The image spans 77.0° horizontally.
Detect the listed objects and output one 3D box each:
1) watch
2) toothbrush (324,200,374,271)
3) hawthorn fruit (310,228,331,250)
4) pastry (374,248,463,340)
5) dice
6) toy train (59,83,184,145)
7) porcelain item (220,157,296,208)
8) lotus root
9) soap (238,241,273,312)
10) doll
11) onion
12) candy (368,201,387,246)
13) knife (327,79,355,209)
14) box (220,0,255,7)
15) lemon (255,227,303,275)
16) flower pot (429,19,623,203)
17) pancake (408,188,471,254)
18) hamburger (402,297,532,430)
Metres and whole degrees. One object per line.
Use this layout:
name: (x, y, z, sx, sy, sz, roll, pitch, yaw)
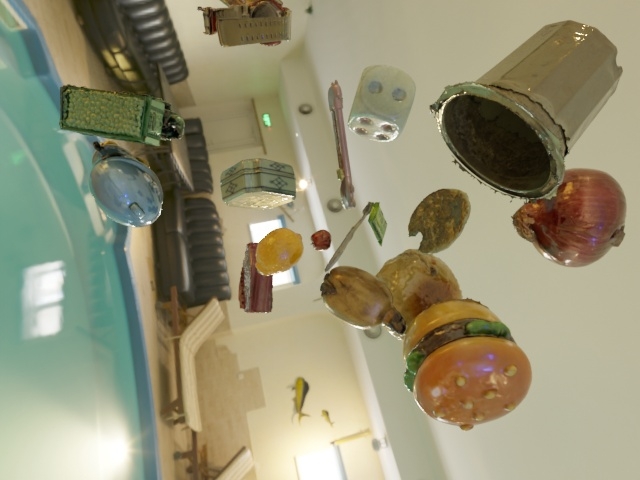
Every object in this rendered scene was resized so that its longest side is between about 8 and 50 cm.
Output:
watch: (-0.165, -0.449, 0.838, 0.165, 0.268, 0.102, 22, -53, 25)
toothbrush: (0.131, -0.012, 1.902, 0.035, 0.042, 0.413, 45, -69, 34)
hawthorn fruit: (0.000, 0.000, 1.603, 0.093, 0.093, 0.093, 168, -90, -81)
pastry: (0.391, 0.229, 1.692, 0.313, 0.389, 0.388, 160, -81, -70)
dice: (0.289, -0.649, 1.931, 0.268, 0.263, 0.264, 114, -9, -79)
toy train: (-0.450, -0.284, 0.919, 0.154, 0.270, 0.115, -13, 114, -75)
porcelain item: (-0.265, -0.240, 1.736, 0.286, 0.282, 0.157, -16, -103, 46)
lotus root: (0.147, 0.202, 1.323, 0.310, 0.182, 0.182, 28, -30, 15)
soap: (-0.254, 0.148, 1.622, 0.182, 0.112, 0.289, -19, -115, 62)
doll: (-0.462, -0.138, 0.951, 0.314, 0.141, 0.177, 48, -10, 41)
onion: (0.859, -0.074, 1.369, 0.353, 0.354, 0.353, 168, -90, -81)
candy: (0.230, -0.064, 1.599, 0.178, 0.032, 0.102, 56, 49, -50)
knife: (0.062, -0.290, 1.267, 0.132, 0.038, 0.398, -148, -131, -70)
box: (-0.201, -0.640, 1.070, 0.022, 0.156, 0.089, 22, -96, 55)
lemon: (-0.139, 0.038, 1.319, 0.142, 0.187, 0.142, 46, -5, 5)
flower pot: (0.404, -0.251, 0.767, 0.290, 0.259, 0.290, 46, -6, 6)
pancake: (0.394, -0.068, 1.342, 0.254, 0.037, 0.253, -39, -144, 36)
hamburger: (0.460, 0.401, 1.298, 0.277, 0.396, 0.395, -95, 179, -62)
